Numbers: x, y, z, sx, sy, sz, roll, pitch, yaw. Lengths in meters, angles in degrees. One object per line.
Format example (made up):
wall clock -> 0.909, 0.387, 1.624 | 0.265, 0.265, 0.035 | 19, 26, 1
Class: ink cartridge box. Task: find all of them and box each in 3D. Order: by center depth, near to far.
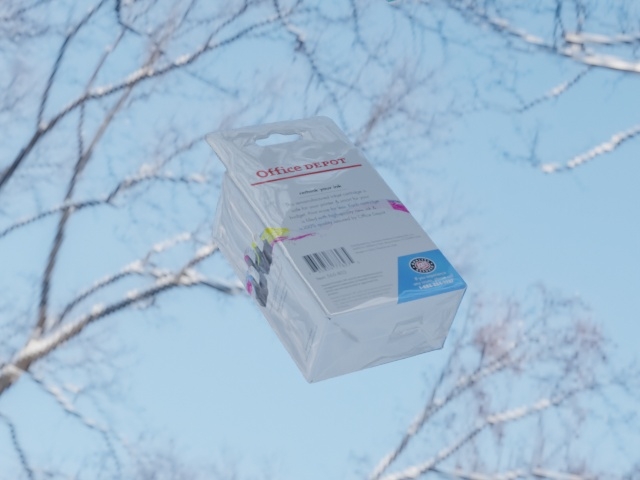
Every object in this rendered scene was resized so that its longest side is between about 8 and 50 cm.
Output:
ink cartridge box -> 0.000, 0.000, 0.947 | 0.104, 0.181, 0.061 | -11, -43, -29
